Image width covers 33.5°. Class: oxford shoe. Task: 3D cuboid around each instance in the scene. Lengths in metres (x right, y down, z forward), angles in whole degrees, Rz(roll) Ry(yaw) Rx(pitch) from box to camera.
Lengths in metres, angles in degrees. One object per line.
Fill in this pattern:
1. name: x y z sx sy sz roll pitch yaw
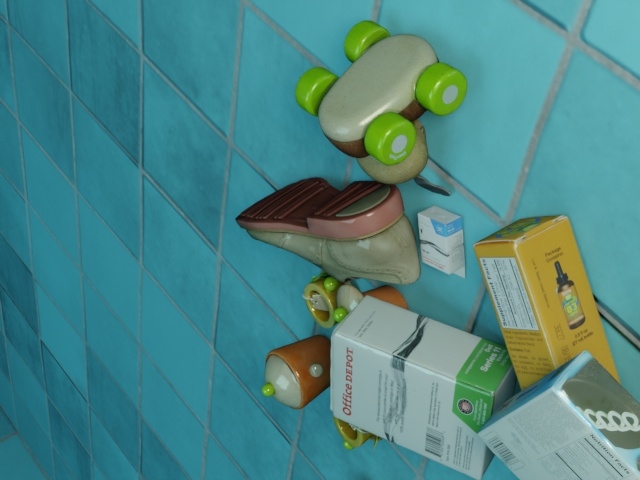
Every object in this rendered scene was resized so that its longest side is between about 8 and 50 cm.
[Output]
1. oxford shoe: 0.000 0.000 1.377 0.348 0.123 0.130 11 132 61

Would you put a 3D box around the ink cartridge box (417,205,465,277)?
1. ink cartridge box: 0.142 0.007 1.248 0.048 0.028 0.083 27 134 47

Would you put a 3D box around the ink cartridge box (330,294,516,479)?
1. ink cartridge box: 0.121 0.175 1.285 0.208 0.087 0.153 20 132 23

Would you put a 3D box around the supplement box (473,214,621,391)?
1. supplement box: 0.242 0.094 1.112 0.080 0.078 0.233 1 113 60

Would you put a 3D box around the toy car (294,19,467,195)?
1. toy car: 0.088 -0.122 1.182 0.155 0.149 0.188 40 171 41

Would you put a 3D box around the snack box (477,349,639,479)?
1. snack box: 0.311 0.263 1.016 0.322 0.060 0.187 46 154 7

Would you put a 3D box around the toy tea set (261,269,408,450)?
1. toy tea set: 0.008 0.163 1.478 0.200 0.124 0.336 45 145 30
